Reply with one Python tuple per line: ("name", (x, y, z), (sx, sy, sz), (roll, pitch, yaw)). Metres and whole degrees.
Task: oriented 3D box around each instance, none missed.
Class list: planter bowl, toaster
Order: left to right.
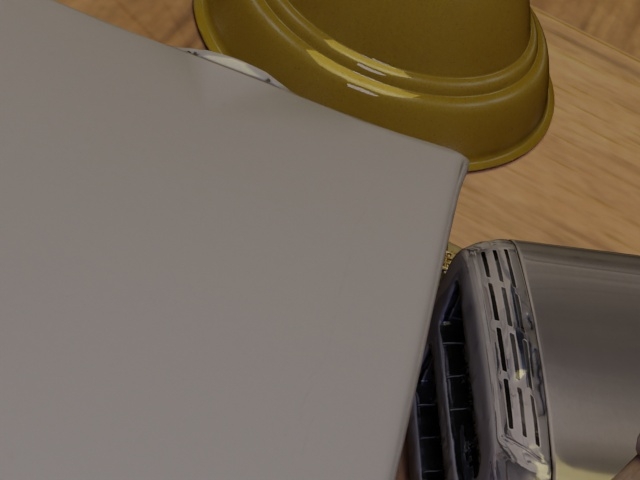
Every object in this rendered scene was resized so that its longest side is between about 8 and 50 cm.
("planter bowl", (0.046, -0.142, 1.075), (0.217, 0.090, 0.217), (14, 40, -12))
("toaster", (0.122, 0.087, 0.823), (0.146, 0.129, 0.227), (11, 42, -11))

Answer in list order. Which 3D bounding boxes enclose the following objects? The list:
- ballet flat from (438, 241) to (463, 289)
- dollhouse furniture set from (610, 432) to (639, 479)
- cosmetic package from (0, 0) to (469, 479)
("ballet flat", (0.000, 0.000, 0.922), (0.173, 0.049, 0.057), (15, 41, -11))
("dollhouse furniture set", (0.168, 0.245, 0.538), (0.303, 0.286, 0.198), (29, 38, 25))
("cosmetic package", (-0.090, 0.091, 0.695), (0.217, 0.156, 0.385), (22, 38, -2))
